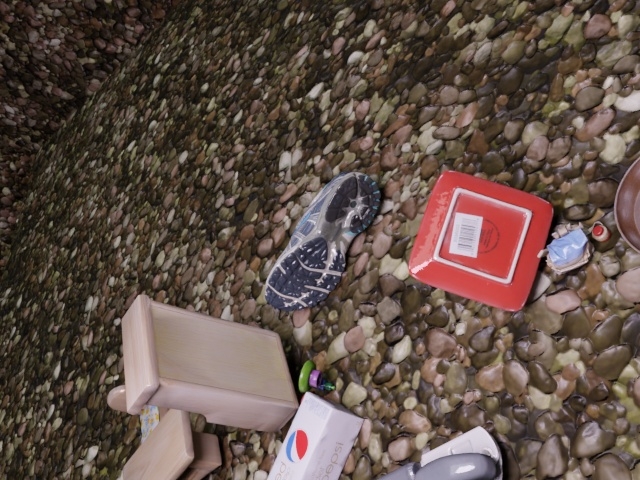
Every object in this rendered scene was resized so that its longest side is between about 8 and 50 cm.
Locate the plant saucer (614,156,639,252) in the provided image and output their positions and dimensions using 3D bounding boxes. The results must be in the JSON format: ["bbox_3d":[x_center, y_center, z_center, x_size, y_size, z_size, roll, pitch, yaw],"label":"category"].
[{"bbox_3d":[0.425,-0.047,0.759,0.168,0.029,0.169,-28,48,36],"label":"plant saucer"}]

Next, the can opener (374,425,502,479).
[{"bbox_3d":[0.109,0.316,0.844,0.280,0.093,0.074,-41,42,31],"label":"can opener"}]

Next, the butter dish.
[{"bbox_3d":[0.211,0.007,0.907,0.159,0.118,0.160,19,79,8],"label":"butter dish"}]

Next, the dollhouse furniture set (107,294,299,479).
[{"bbox_3d":[-0.259,0.308,1.087,0.394,0.256,0.362,-51,38,26],"label":"dollhouse furniture set"}]

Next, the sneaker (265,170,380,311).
[{"bbox_3d":[0.000,0.000,1.179,0.283,0.110,0.122,-52,20,7],"label":"sneaker"}]

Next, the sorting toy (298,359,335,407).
[{"bbox_3d":[-0.005,0.237,1.045,0.042,0.061,0.102,10,112,20],"label":"sorting toy"}]

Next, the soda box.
[{"bbox_3d":[-0.022,0.342,0.982,0.069,0.073,0.216,17,80,52],"label":"soda box"}]

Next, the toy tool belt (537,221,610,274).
[{"bbox_3d":[0.316,0.004,0.831,0.083,0.051,0.052,-41,42,23],"label":"toy tool belt"}]
